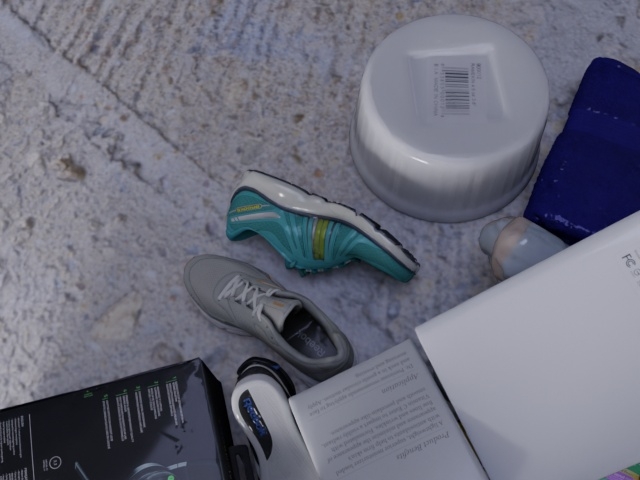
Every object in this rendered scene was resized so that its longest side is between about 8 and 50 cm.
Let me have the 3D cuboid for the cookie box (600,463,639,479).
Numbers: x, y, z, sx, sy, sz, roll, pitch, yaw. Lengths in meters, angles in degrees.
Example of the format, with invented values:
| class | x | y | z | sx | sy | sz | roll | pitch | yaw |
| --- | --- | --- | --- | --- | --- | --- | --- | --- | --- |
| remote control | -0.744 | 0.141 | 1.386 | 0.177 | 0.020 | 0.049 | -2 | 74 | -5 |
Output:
| class | x | y | z | sx | sy | sz | roll | pitch | yaw |
| --- | --- | --- | --- | --- | --- | --- | --- | --- | --- |
| cookie box | 0.351 | 0.255 | 0.800 | 0.091 | 0.040 | 0.107 | 29 | 70 | 15 |

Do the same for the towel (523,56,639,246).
| class | x | y | z | sx | sy | sz | roll | pitch | yaw |
| --- | --- | --- | --- | --- | --- | --- | --- | --- | --- |
| towel | 0.426 | -0.095 | 0.928 | 0.227 | 0.076 | 0.308 | 24 | 65 | 15 |

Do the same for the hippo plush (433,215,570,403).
| class | x | y | z | sx | sy | sz | roll | pitch | yaw |
| --- | --- | --- | --- | --- | --- | --- | --- | --- | --- |
| hippo plush | 0.270 | 0.134 | 0.800 | 0.294 | 0.234 | 0.237 | 34 | 98 | 21 |

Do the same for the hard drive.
| class | x | y | z | sx | sy | sz | roll | pitch | yaw |
| --- | --- | --- | --- | --- | --- | --- | --- | --- | --- |
| hard drive | 0.272 | 0.105 | 0.653 | 0.307 | 0.040 | 0.203 | -31 | 74 | 16 |

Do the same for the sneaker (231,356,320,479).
| class | x | y | z | sx | sy | sz | roll | pitch | yaw |
| --- | --- | --- | --- | --- | --- | --- | --- | --- | --- |
| sneaker | -0.040 | 0.238 | 0.807 | 0.079 | 0.121 | 0.217 | -15 | 101 | 3 |

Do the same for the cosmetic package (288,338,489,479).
| class | x | y | z | sx | sy | sz | roll | pitch | yaw |
| --- | --- | --- | --- | --- | --- | --- | --- | --- | --- |
| cosmetic package | 0.081 | 0.238 | 0.736 | 0.151 | 0.151 | 0.184 | -25 | 57 | 0 |

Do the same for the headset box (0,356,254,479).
| class | x | y | z | sx | sy | sz | roll | pitch | yaw |
| --- | --- | --- | --- | --- | --- | --- | --- | --- | --- |
| headset box | -0.216 | 0.288 | 0.761 | 0.283 | 0.131 | 0.246 | -15 | 66 | -4 |

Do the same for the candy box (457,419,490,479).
| class | x | y | z | sx | sy | sz | roll | pitch | yaw |
| --- | --- | --- | --- | --- | --- | --- | --- | --- | --- |
| candy box | 0.213 | 0.314 | 0.788 | 0.206 | 0.027 | 0.105 | 37 | 72 | 17 |

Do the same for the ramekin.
| class | x | y | z | sx | sy | sz | roll | pitch | yaw |
| --- | --- | --- | --- | --- | --- | --- | --- | --- | --- |
| ramekin | 0.177 | -0.177 | 0.944 | 0.277 | 0.135 | 0.277 | -1 | 66 | 2 |

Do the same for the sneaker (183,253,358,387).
| class | x | y | z | sx | sy | sz | roll | pitch | yaw |
| --- | --- | --- | --- | --- | --- | --- | --- | --- | --- |
| sneaker | -0.064 | 0.083 | 0.849 | 0.262 | 0.121 | 0.099 | 30 | 70 | 14 |

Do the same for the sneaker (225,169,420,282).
| class | x | y | z | sx | sy | sz | roll | pitch | yaw |
| --- | --- | --- | --- | --- | --- | --- | --- | --- | --- |
| sneaker | 0.000 | 0.000 | 0.911 | 0.275 | 0.107 | 0.110 | 22 | 89 | 16 |
